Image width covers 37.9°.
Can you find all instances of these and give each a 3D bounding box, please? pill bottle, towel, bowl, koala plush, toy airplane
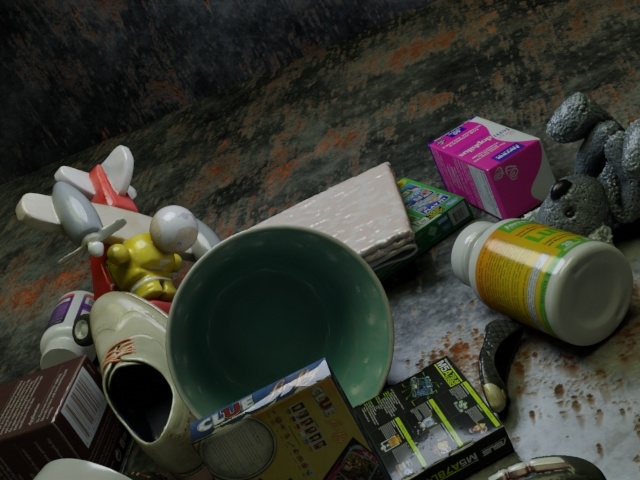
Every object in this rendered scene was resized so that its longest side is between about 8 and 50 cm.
[{"bbox_3d":[-0.480,0.188,1.806,0.108,0.108,0.193,-23,25,9],"label":"pill bottle"},{"bbox_3d":[0.000,0.000,1.648,0.332,0.053,0.317,-25,26,7],"label":"towel"},{"bbox_3d":[-0.066,0.132,1.329,0.312,0.311,0.163,-32,6,-10],"label":"bowl"},{"bbox_3d":[0.402,-0.059,1.368,0.221,0.203,0.196,-51,40,-1],"label":"koala plush"},{"bbox_3d":[-0.335,-0.008,1.715,0.272,0.384,0.386,-25,21,31],"label":"toy airplane"},{"bbox_3d":[0.290,0.045,1.277,0.136,0.136,0.246,-35,26,-17],"label":"pill bottle"}]

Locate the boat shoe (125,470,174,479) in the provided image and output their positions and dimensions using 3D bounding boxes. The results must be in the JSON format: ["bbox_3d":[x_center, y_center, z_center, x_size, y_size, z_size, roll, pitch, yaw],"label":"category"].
[{"bbox_3d":[-0.238,0.348,1.326,0.133,0.049,0.042,-12,37,39],"label":"boat shoe"}]

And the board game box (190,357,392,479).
[{"bbox_3d":[-0.014,0.266,1.029,0.165,0.243,0.042,-26,24,1],"label":"board game box"}]

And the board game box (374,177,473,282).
[{"bbox_3d":[0.087,0.005,1.668,0.317,0.046,0.213,-35,26,-15],"label":"board game box"}]

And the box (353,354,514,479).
[{"bbox_3d":[0.122,0.243,1.178,0.184,0.045,0.190,-27,24,-4],"label":"box"}]

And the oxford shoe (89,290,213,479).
[{"bbox_3d":[-0.266,0.186,1.399,0.140,0.146,0.397,-44,48,-2],"label":"oxford shoe"}]

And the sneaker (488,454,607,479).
[{"bbox_3d":[0.164,0.331,0.919,0.281,0.106,0.162,-30,28,20],"label":"sneaker"}]

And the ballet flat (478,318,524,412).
[{"bbox_3d":[0.235,0.157,1.212,0.049,0.057,0.173,-11,29,21],"label":"ballet flat"}]

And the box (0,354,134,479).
[{"bbox_3d":[-0.425,0.313,1.440,0.203,0.167,0.168,-20,26,16],"label":"box"}]

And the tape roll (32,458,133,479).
[{"bbox_3d":[-0.266,0.390,1.042,0.246,0.246,0.169,-8,31,35],"label":"tape roll"}]

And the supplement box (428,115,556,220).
[{"bbox_3d":[0.299,-0.129,1.636,0.111,0.114,0.220,-31,27,-10],"label":"supplement box"}]
